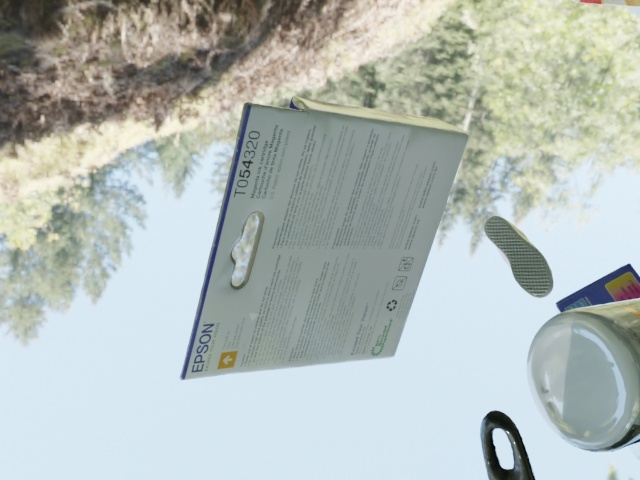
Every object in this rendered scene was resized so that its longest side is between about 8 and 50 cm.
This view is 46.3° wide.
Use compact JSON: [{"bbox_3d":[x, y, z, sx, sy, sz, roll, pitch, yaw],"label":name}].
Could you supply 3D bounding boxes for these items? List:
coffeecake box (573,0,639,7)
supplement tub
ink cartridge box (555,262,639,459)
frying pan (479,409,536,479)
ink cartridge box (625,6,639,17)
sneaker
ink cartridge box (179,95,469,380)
[{"bbox_3d":[0.263,-0.266,0.599,0.185,0.142,0.068,-10,-143,-34],"label":"coffeecake box"},{"bbox_3d":[0.282,0.108,0.649,0.190,0.117,0.117,-4,-145,-35],"label":"supplement tub"},{"bbox_3d":[0.539,0.216,1.280,0.270,0.151,0.395,63,-170,26],"label":"ink cartridge box"},{"bbox_3d":[0.146,0.267,0.561,0.326,0.197,0.053,52,-150,-10],"label":"frying pan"},{"bbox_3d":[0.402,-0.382,0.720,0.165,0.333,0.065,-28,-122,-12],"label":"ink cartridge box"},{"bbox_3d":[0.284,0.025,1.046,0.134,0.051,0.070,58,-163,26],"label":"sneaker"},{"bbox_3d":[0.000,0.000,0.890,0.330,0.324,0.071,2,-156,-37],"label":"ink cartridge box"}]
